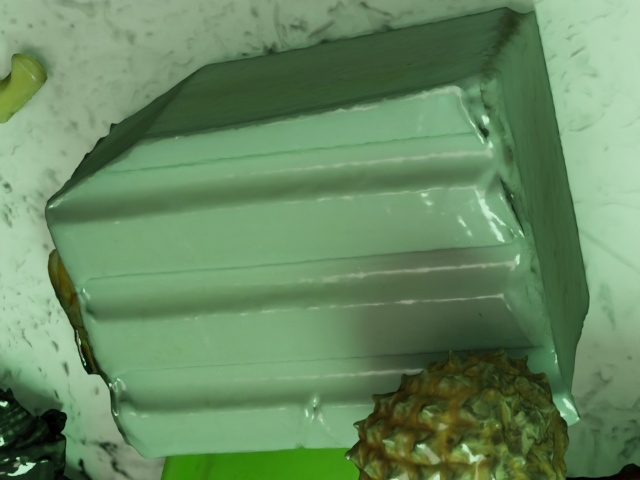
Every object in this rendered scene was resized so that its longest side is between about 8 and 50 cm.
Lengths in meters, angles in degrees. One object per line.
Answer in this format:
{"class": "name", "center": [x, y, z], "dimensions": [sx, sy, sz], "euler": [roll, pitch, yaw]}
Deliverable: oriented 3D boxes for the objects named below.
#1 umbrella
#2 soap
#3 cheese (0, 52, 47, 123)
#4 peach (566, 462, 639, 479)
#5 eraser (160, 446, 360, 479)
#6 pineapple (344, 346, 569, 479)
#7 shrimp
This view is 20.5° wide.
{"class": "umbrella", "center": [-0.275, 0.276, 1.871], "dimensions": [0.336, 0.128, 0.154], "euler": [45, 138, -17]}
{"class": "soap", "center": [0.000, 0.000, 1.553], "dimensions": [0.435, 0.213, 0.350], "euler": [-8, 120, 22]}
{"class": "cheese", "center": [-0.292, -0.146, 1.674], "dimensions": [0.044, 0.030, 0.083], "euler": [40, 129, -14]}
{"class": "peach", "center": [0.280, 0.378, 1.572], "dimensions": [0.353, 0.416, 0.339], "euler": [-13, 101, 34]}
{"class": "eraser", "center": [-0.059, 0.272, 1.698], "dimensions": [0.210, 0.274, 0.092], "euler": [5, 155, 12]}
{"class": "pineapple", "center": [0.100, 0.173, 1.412], "dimensions": [0.193, 0.166, 0.166], "euler": [-28, 107, 38]}
{"class": "shrimp", "center": [-0.211, 0.107, 1.758], "dimensions": [0.145, 0.059, 0.254], "euler": [31, 154, 41]}
